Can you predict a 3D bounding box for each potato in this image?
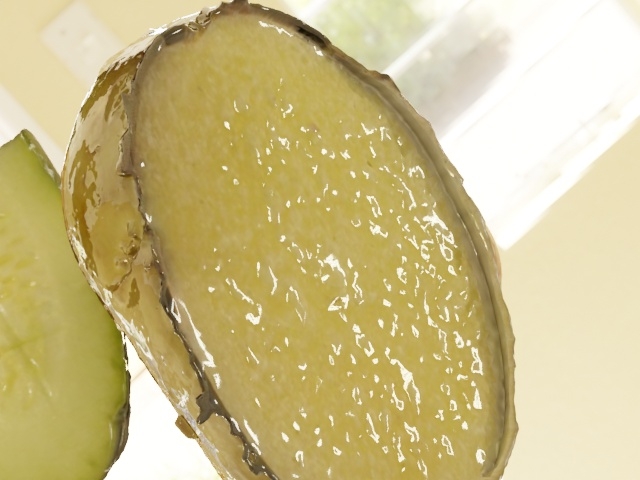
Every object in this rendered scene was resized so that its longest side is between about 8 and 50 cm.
[{"bbox_3d":[-0.019,0.021,0.624,0.081,0.200,0.164,-25,8,44],"label":"potato"}]

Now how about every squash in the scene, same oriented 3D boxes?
[{"bbox_3d":[-0.231,0.078,1.341,0.237,0.204,0.155,-41,43,-19],"label":"squash"}]

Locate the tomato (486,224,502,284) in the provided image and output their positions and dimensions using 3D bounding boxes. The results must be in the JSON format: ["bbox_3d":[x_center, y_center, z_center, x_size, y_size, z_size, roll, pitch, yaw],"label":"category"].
[{"bbox_3d":[0.000,0.000,1.143,0.236,0.095,0.237,0,14,0],"label":"tomato"}]
